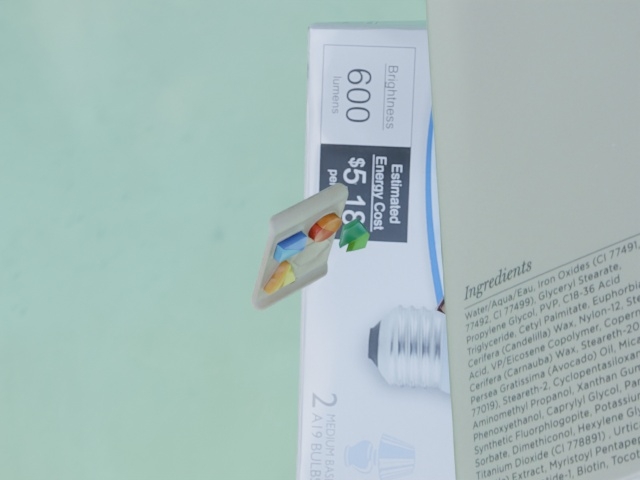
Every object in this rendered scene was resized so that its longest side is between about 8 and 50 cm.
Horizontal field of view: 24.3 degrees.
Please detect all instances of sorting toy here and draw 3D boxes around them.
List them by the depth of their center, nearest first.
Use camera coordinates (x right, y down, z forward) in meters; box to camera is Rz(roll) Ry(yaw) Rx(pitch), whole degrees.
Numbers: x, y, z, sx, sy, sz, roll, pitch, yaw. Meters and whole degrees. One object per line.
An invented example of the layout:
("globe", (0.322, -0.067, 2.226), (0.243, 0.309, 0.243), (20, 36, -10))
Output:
("sorting toy", (0.000, 0.000, 0.786), (0.012, 0.083, 0.062), (37, 135, 28))

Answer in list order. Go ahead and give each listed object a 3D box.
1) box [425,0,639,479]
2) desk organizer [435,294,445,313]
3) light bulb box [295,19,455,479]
("box", (0.106, -0.033, 0.522), (0.094, 0.275, 0.113), (20, 148, -36))
("desk organizer", (0.137, 0.054, 0.871), (0.130, 0.050, 0.047), (25, 102, -30))
("light bulb box", (0.175, 0.013, 1.145), (0.361, 0.225, 0.358), (2, 98, 7))
